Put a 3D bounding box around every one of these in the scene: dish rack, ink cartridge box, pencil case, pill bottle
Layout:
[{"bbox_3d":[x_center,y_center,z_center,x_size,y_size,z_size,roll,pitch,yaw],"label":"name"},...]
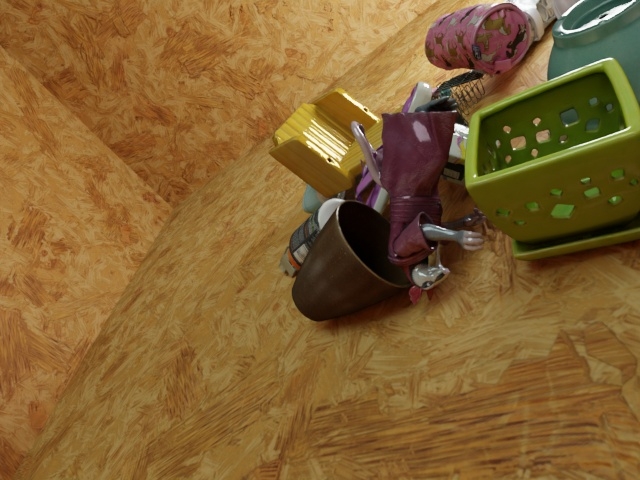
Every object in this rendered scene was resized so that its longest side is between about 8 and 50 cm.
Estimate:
[{"bbox_3d":[0.395,-0.419,1.358,0.271,0.074,0.208,-50,27,-22],"label":"dish rack"},{"bbox_3d":[0.301,-0.199,1.008,0.072,0.175,0.127,101,-169,-50],"label":"ink cartridge box"},{"bbox_3d":[0.431,-0.572,1.284,0.167,0.160,0.386,-49,21,13],"label":"pencil case"},{"bbox_3d":[0.000,0.000,1.147,0.245,0.130,0.130,-39,17,56],"label":"pill bottle"}]

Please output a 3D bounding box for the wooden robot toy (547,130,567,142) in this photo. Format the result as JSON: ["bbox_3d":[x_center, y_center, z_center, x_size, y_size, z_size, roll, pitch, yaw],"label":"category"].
[{"bbox_3d":[0.473,-0.191,0.860,0.076,0.079,0.173,-24,31,34],"label":"wooden robot toy"}]

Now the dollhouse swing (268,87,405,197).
[{"bbox_3d":[0.085,-0.358,1.333,0.305,0.315,0.347,-47,9,49],"label":"dollhouse swing"}]

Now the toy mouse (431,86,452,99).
[{"bbox_3d":[0.399,-0.498,1.521,0.143,0.031,0.161,-36,25,14],"label":"toy mouse"}]

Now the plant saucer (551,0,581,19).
[{"bbox_3d":[0.736,-0.707,1.071,0.400,0.100,0.401,-24,59,48],"label":"plant saucer"}]

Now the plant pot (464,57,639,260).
[{"bbox_3d":[0.378,-0.108,0.701,0.228,0.207,0.227,-18,34,35],"label":"plant pot"}]

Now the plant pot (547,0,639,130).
[{"bbox_3d":[0.573,-0.370,0.864,0.293,0.196,0.293,-33,26,19],"label":"plant pot"}]

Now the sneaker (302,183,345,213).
[{"bbox_3d":[0.018,-0.230,1.528,0.150,0.135,0.366,-22,29,36],"label":"sneaker"}]

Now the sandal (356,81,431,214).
[{"bbox_3d":[0.151,-0.193,1.112,0.169,0.102,0.417,-63,-5,-73],"label":"sandal"}]

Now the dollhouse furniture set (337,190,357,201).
[{"bbox_3d":[0.063,-0.118,1.341,0.091,0.081,0.114,-31,27,22],"label":"dollhouse furniture set"}]

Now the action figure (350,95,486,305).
[{"bbox_3d":[0.167,-0.066,0.833,0.275,0.248,0.371,3,86,19],"label":"action figure"}]

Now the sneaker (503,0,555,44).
[{"bbox_3d":[0.645,-0.680,1.327,0.210,0.137,0.366,-22,28,41],"label":"sneaker"}]

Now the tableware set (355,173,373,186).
[{"bbox_3d":[0.170,-0.218,1.420,0.168,0.020,0.141,-34,27,17],"label":"tableware set"}]

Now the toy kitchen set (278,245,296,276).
[{"bbox_3d":[-0.067,0.064,1.309,0.068,0.075,0.083,52,134,30],"label":"toy kitchen set"}]

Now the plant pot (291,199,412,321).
[{"bbox_3d":[0.045,0.069,0.952,0.230,0.215,0.215,-44,21,32],"label":"plant pot"}]
